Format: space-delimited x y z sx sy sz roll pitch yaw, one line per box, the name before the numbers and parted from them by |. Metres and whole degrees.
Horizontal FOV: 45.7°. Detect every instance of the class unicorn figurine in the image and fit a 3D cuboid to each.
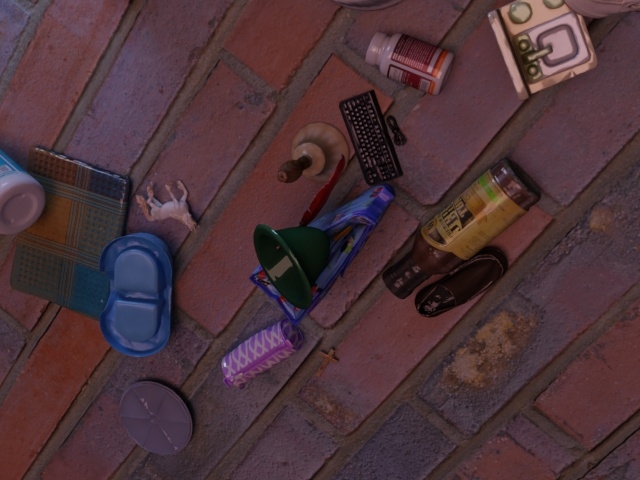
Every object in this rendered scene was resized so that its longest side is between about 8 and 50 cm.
unicorn figurine | -0.328 -0.073 1.681 0.162 0.060 0.111 -2 108 35

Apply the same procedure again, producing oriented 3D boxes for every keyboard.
keyboard | 0.111 -0.206 1.512 0.108 0.023 0.180 -16 102 22

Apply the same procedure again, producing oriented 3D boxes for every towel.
towel | -0.590 -0.013 1.792 0.271 0.040 0.370 19 110 10

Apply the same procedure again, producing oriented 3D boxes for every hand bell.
hand bell | -0.035 -0.145 1.457 0.126 0.242 0.126 5 109 16

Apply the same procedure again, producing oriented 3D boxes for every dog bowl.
dog bowl | -0.415 0.119 1.743 0.166 0.074 0.297 6 109 3

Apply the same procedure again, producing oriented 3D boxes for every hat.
hat | 0.000 0.000 1.368 0.173 0.183 0.208 52 157 13

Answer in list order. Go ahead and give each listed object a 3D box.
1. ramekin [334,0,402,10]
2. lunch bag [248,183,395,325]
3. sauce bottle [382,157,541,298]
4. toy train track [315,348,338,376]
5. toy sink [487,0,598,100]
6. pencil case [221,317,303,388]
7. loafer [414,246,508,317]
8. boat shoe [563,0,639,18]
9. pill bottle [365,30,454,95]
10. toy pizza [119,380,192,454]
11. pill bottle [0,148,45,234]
ramekin | 0.070 -0.551 1.352 0.277 0.135 0.277 5 108 16
lunch bag | 0.031 -0.006 1.492 0.138 0.221 0.293 46 115 -1
sauce bottle | 0.263 -0.011 1.476 0.111 0.111 0.344 46 113 -1
toy train track | 0.011 0.272 1.703 0.048 0.014 0.083 29 119 -1
toy sink | 0.375 -0.339 1.268 0.131 0.234 0.153 -20 99 23
pencil case | -0.134 0.254 1.703 0.206 0.088 0.086 -37 96 23
loafer | 0.281 0.097 1.523 0.220 0.078 0.080 -39 92 25
boat shoe | 0.497 -0.411 1.194 0.096 0.277 0.098 -6 94 62
pill bottle | 0.166 -0.335 1.417 0.152 0.086 0.086 24 113 9
toy pizza | -0.404 0.435 1.878 0.201 0.032 0.201 6 109 17
pill bottle | -0.755 -0.137 1.724 0.264 0.146 0.146 36 116 27
